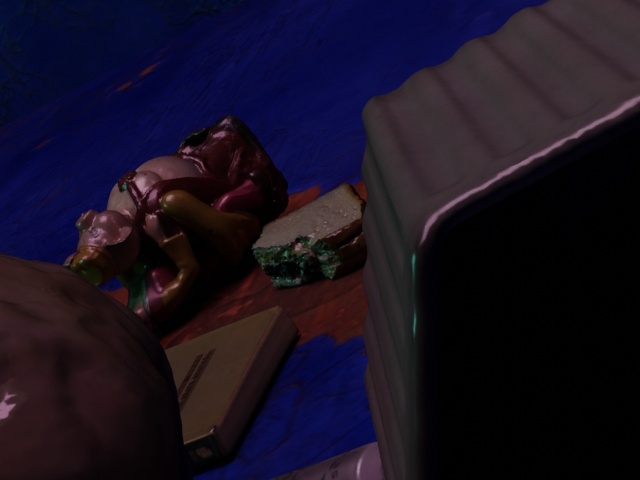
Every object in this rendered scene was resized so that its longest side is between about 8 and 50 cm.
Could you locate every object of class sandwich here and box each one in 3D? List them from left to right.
[{"bbox_3d":[0.000,0.000,1.170,0.093,0.036,0.105,-31,17,-6],"label":"sandwich"}]

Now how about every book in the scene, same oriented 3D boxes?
[{"bbox_3d":[-0.134,0.124,1.049,0.231,0.026,0.161,-23,18,24],"label":"book"}]

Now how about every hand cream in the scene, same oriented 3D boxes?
[{"bbox_3d":[-0.022,0.135,0.795,0.194,0.042,0.067,-22,18,39],"label":"hand cream"}]

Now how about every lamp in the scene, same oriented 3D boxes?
[{"bbox_3d":[-0.127,0.000,1.261,0.118,0.118,0.253,-14,21,44],"label":"lamp"}]

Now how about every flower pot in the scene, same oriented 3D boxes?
[{"bbox_3d":[0.123,0.026,0.559,0.209,0.239,0.189,-60,12,13],"label":"flower pot"}]

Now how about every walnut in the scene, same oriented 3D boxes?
[{"bbox_3d":[-0.161,0.126,0.682,0.248,0.248,0.248,-28,16,9],"label":"walnut"}]
